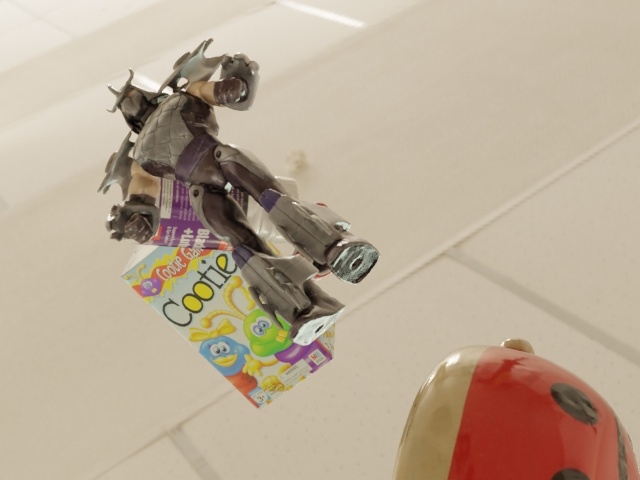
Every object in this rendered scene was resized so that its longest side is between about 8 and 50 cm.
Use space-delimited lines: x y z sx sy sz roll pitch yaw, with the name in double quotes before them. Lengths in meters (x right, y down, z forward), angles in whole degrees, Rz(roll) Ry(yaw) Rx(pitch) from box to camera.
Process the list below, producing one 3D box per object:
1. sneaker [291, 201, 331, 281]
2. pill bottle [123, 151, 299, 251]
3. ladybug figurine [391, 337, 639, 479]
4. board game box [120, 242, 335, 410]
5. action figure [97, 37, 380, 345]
"sneaker" 0.000 0.000 0.958 0.067 0.042 0.118 -29 -145 51
"pill bottle" -0.128 -0.043 1.022 0.193 0.108 0.108 4 -152 -17
"ladybug figurine" 0.183 0.286 0.740 0.162 0.305 0.449 -17 -125 35
"board game box" -0.120 0.077 1.227 0.144 0.275 0.142 -38 -162 17
"action figure" -0.081 -0.050 0.699 0.285 0.185 0.099 42 -158 22
